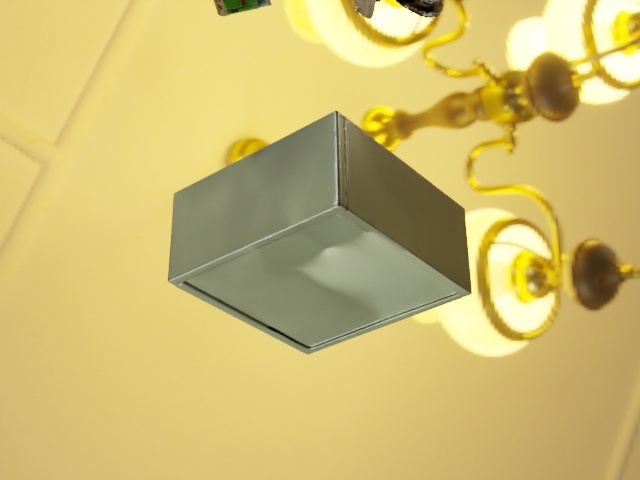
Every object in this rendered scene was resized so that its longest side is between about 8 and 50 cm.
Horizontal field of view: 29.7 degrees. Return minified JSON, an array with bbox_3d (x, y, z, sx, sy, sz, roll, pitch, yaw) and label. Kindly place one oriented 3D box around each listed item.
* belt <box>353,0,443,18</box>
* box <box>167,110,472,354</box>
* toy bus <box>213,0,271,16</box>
[{"bbox_3d":[-0.025,-0.336,1.181,0.360,0.094,0.126,31,-108,16],"label":"belt"},{"bbox_3d":[0.000,0.000,1.261,0.225,0.225,0.117,32,-134,-42],"label":"box"},{"bbox_3d":[-0.057,-0.180,0.735,0.037,0.031,0.083,-14,-75,-14],"label":"toy bus"}]
